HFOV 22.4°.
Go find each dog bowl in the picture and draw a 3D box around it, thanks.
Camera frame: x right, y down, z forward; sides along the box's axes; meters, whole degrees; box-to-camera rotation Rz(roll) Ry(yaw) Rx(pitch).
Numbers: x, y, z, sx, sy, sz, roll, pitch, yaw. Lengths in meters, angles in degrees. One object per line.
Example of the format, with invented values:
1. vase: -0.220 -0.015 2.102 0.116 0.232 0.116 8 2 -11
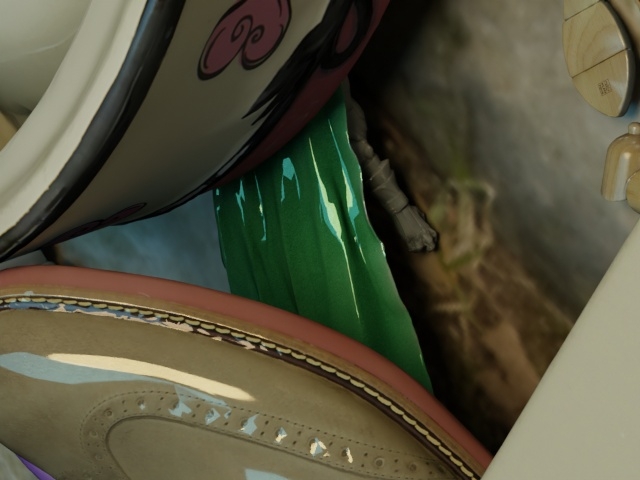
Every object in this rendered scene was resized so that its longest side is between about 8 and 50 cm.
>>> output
1. dog bowl: -0.119 -0.187 0.670 0.408 0.150 0.407 1 92 46

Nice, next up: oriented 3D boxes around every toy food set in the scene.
1. toy food set: 0.132 -0.051 0.598 0.078 0.019 0.122 -16 82 45

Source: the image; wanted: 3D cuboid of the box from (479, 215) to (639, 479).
1. box: 0.106 0.074 0.393 0.113 0.094 0.275 46 129 26

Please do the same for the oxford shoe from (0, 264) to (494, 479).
1. oxford shoe: 0.006 0.127 0.586 0.348 0.130 0.123 27 144 3

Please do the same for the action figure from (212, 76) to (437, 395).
1. action figure: 0.000 0.000 0.707 0.137 0.063 0.232 -7 96 47

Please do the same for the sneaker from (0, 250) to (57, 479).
1. sneaker: -0.165 0.067 0.874 0.236 0.095 0.104 44 135 33
